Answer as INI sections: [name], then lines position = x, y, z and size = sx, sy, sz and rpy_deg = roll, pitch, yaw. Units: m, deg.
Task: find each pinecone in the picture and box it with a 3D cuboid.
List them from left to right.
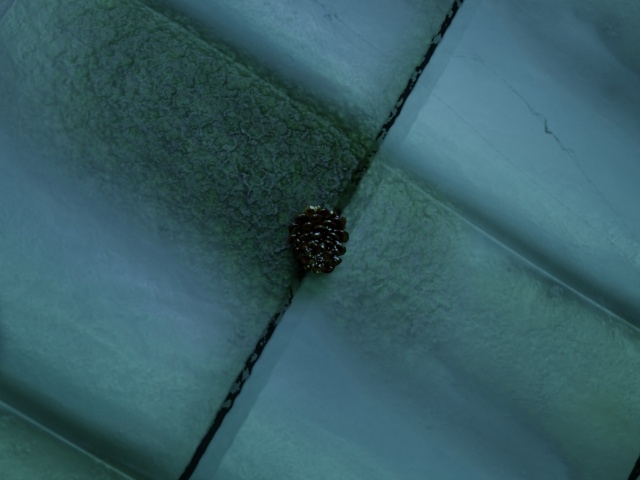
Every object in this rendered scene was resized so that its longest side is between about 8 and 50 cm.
[pinecone]
position = 0.000, 0.000, 1.611
size = 0.077, 0.083, 0.077
rpy_deg = -6, 123, -9
